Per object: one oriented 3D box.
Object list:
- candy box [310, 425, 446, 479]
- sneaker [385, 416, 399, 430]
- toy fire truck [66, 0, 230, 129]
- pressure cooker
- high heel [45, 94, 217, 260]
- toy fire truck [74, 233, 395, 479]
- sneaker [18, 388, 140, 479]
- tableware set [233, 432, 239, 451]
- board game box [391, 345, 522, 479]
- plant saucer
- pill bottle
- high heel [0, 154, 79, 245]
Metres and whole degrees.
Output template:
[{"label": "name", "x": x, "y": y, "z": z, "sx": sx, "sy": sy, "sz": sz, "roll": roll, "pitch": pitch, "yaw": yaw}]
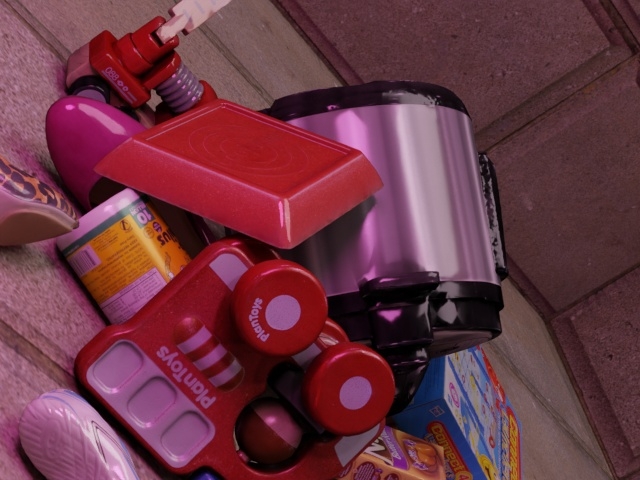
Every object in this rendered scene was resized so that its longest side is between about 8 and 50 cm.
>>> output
[{"label": "candy box", "x": 0.078, "y": 0.297, "z": 1.948, "sx": 0.187, "sy": 0.053, "sz": 0.109, "roll": 20, "pitch": 22, "yaw": -7}, {"label": "sneaker", "x": 0.123, "y": 0.265, "z": 2.217, "sx": 0.314, "sy": 0.116, "sz": 0.136, "roll": 46, "pitch": 19, "yaw": -37}, {"label": "toy fire truck", "x": -0.198, "y": -0.231, "z": 1.958, "sx": 0.217, "sy": 0.246, "sz": 0.158, "roll": 48, "pitch": 17, "yaw": -31}, {"label": "pressure cooker", "x": 0.055, "y": 0.030, "z": 1.927, "sx": 0.370, "sy": 0.376, "sz": 0.420, "roll": 10, "pitch": 68, "yaw": -56}, {"label": "high heel", "x": -0.195, "y": -0.014, "z": 1.718, "sx": 0.377, "sy": 0.127, "sz": 0.181, "roll": 49, "pitch": 5, "yaw": -40}, {"label": "toy fire truck", "x": -0.083, "y": 0.154, "z": 1.529, "sx": 0.302, "sy": 0.254, "sz": 0.169, "roll": 51, "pitch": -7, "yaw": -23}, {"label": "sneaker", "x": -0.188, "y": 0.239, "z": 1.298, "sx": 0.237, "sy": 0.085, "sz": 0.086, "roll": 59, "pitch": 19, "yaw": 4}, {"label": "tableware set", "x": -0.143, "y": 0.182, "z": 1.704, "sx": 0.141, "sy": 0.020, "sz": 0.168, "roll": 40, "pitch": 22, "yaw": -48}, {"label": "board game box", "x": 0.217, "y": 0.277, "z": 2.202, "sx": 0.302, "sy": 0.086, "sz": 0.308, "roll": 61, "pitch": 20, "yaw": -25}, {"label": "plant saucer", "x": -0.086, "y": -0.092, "z": 1.654, "sx": 0.259, "sy": 0.047, "sz": 0.258, "roll": 21, "pitch": 27, "yaw": 20}, {"label": "pill bottle", "x": -0.195, "y": 0.051, "z": 1.615, "sx": 0.208, "sy": 0.118, "sz": 0.117, "roll": 56, "pitch": 14, "yaw": -3}, {"label": "high heel", "x": -0.351, "y": -0.095, "z": 1.451, "sx": 0.261, "sy": 0.093, "sz": 0.186, "roll": 14, "pitch": 50, "yaw": -57}]
